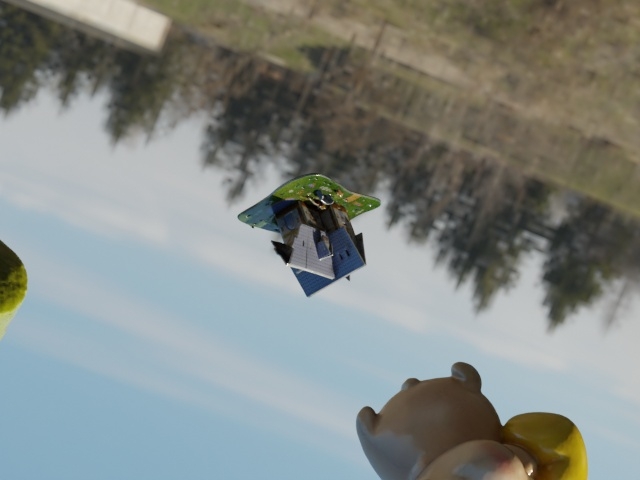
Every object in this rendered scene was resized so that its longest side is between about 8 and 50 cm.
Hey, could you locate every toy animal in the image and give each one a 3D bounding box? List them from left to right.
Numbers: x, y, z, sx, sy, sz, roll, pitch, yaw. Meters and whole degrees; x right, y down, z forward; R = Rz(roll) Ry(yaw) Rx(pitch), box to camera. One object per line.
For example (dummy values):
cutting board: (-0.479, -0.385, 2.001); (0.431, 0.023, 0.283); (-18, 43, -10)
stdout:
toy animal: (0.218, 0.334, 2.121); (0.345, 0.277, 0.247); (57, -160, 5)

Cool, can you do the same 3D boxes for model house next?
model house: (0.000, 0.000, 1.748); (0.167, 0.117, 0.088); (22, -136, -57)

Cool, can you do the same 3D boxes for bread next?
bread: (-0.385, 0.062, 1.695); (0.111, 0.114, 0.129); (30, -138, -1)
